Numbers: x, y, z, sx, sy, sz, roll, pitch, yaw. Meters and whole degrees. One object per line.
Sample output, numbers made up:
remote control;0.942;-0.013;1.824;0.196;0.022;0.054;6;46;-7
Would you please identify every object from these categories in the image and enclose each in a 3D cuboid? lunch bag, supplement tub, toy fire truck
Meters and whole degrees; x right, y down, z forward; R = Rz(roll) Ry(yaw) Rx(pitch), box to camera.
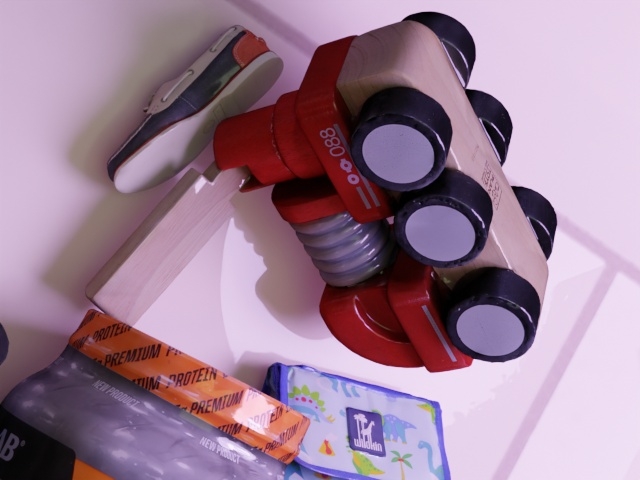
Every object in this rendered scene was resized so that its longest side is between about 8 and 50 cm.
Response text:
lunch bag;0.013;0.166;1.151;0.128;0.096;0.151;16;74;-23
supplement tub;-0.142;0.213;1.027;0.193;0.193;0.316;30;82;-24
toy fire truck;0.000;0.000;1.105;0.217;0.246;0.158;60;30;-30

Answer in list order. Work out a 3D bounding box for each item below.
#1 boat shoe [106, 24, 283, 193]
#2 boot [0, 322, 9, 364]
boat shoe;-0.086;-0.084;1.106;0.137;0.049;0.043;-42;68;-12
boot;-0.365;0.061;0.948;0.348;0.131;0.260;41;110;7
